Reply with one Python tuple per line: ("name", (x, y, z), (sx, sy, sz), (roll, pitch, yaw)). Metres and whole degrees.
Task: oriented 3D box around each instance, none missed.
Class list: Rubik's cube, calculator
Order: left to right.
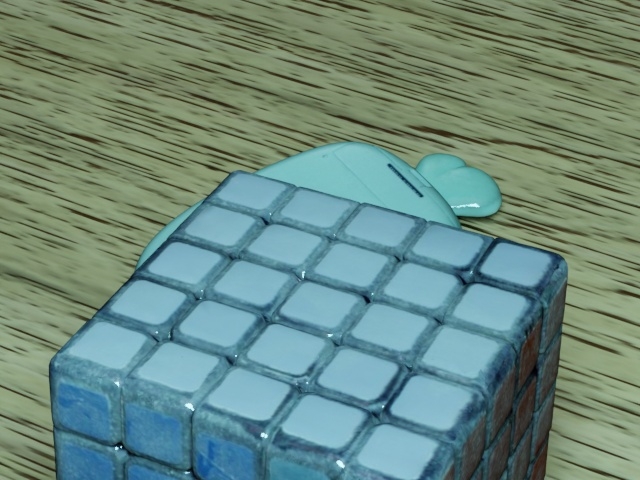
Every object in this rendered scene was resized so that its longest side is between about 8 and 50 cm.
("Rubik's cube", (-0.004, 0.129, 1.171), (0.237, 0.237, 0.238), (15, 37, 20))
("calculator", (0.000, 0.000, 1.476), (0.295, 0.042, 0.184), (-25, 45, -20))
